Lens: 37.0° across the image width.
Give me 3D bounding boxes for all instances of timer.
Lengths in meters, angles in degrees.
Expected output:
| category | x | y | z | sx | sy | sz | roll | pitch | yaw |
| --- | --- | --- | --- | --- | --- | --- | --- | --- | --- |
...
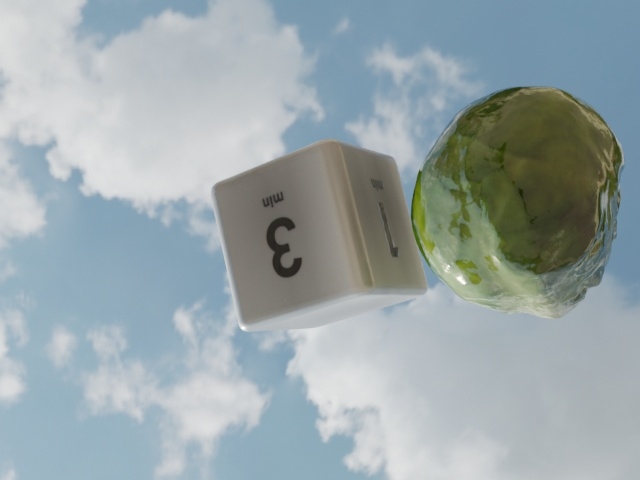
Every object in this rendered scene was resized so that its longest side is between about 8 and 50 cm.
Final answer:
| category | x | y | z | sx | sy | sz | roll | pitch | yaw |
| --- | --- | --- | --- | --- | --- | --- | --- | --- | --- |
| timer | 0.000 | 0.000 | 1.225 | 0.194 | 0.192 | 0.195 | 4 | -111 | -60 |

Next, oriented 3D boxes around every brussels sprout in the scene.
| category | x | y | z | sx | sy | sz | roll | pitch | yaw |
| --- | --- | --- | --- | --- | --- | --- | --- | --- | --- |
| brussels sprout | 0.217 | -0.026 | 1.028 | 0.210 | 0.271 | 0.219 | 7 | -125 | 41 |
